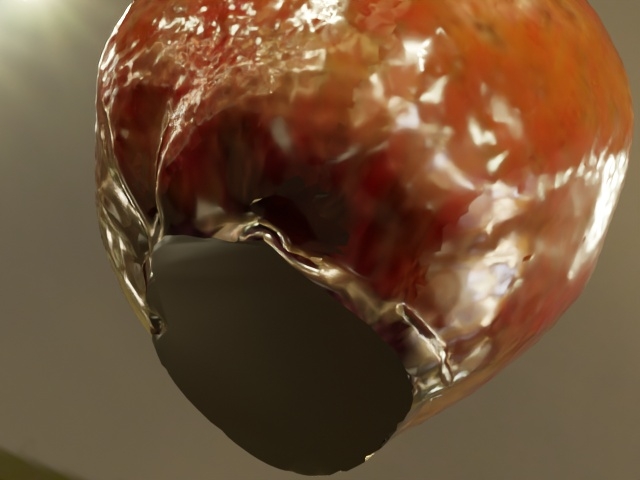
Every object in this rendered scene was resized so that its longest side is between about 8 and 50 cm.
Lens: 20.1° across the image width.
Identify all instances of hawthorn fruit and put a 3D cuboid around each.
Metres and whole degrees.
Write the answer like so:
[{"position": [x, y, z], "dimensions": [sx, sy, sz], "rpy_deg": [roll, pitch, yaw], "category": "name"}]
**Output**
[{"position": [0.029, -0.037, 0.719], "dimensions": [0.215, 0.250, 0.215], "rpy_deg": [31, -44, 36], "category": "hawthorn fruit"}]
